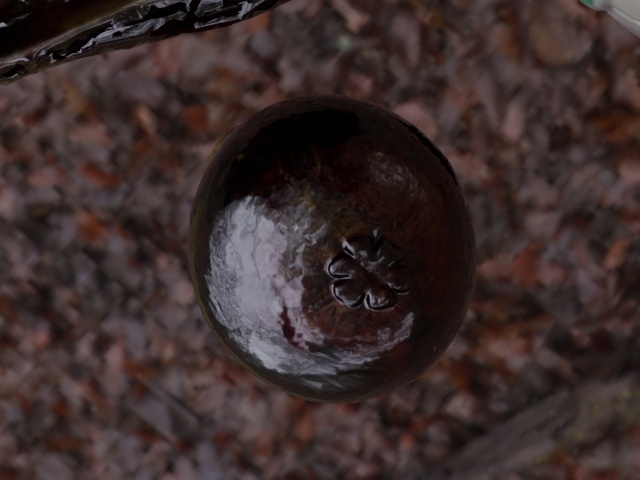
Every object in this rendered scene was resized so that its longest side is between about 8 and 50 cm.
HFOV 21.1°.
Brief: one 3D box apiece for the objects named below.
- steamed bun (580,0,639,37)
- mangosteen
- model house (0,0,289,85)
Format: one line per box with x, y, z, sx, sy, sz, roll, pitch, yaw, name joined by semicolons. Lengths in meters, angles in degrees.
0.239;-0.185;1.093;0.177;0.131;0.228;20;-179;32;steamed bun
0.000;0.000;0.727;0.140;0.140;0.140;23;141;20;mangosteen
-0.118;-0.223;0.651;0.297;0.317;0.282;16;145;-31;model house
